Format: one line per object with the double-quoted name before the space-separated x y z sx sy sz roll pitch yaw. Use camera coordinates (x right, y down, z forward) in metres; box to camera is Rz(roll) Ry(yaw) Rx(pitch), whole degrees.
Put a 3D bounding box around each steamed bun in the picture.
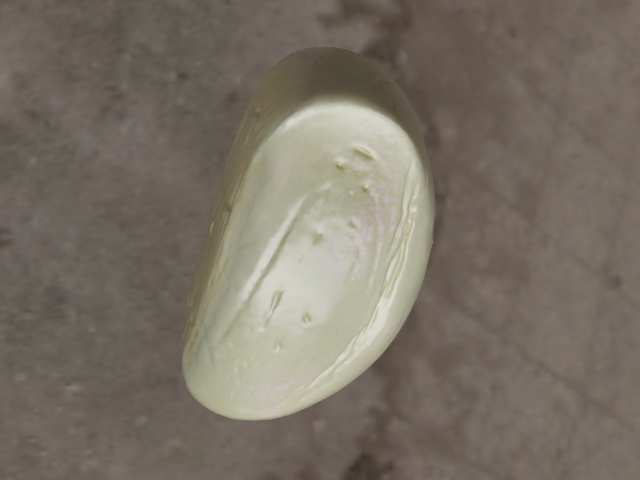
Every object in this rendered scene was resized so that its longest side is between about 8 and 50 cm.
"steamed bun" 0.000 0.000 1.263 0.155 0.200 0.250 16 107 -7
